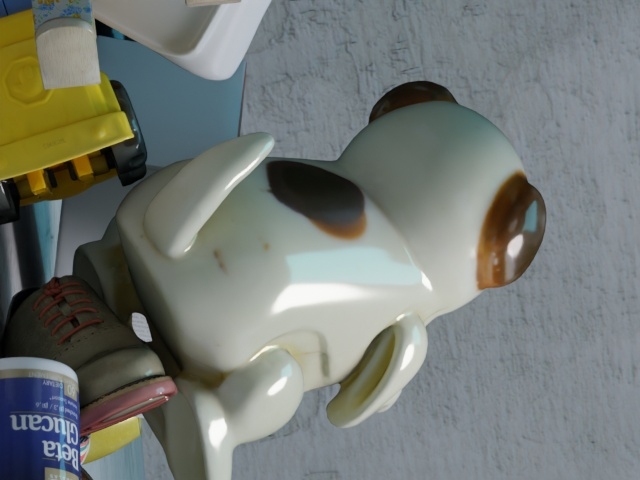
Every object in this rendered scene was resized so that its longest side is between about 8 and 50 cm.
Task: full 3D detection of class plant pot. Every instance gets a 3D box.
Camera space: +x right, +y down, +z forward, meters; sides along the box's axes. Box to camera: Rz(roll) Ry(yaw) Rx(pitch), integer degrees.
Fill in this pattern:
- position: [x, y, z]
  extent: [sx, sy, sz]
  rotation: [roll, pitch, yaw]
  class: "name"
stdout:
- position: [-0.260, 0.197, 2.221]
  extent: [0.134, 0.095, 0.134]
  rotation: [175, -90, -87]
  class: "plant pot"

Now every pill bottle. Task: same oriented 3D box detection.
- position: [-0.232, 0.184, 1.468]
  extent: [0.094, 0.094, 0.169]
  rotation: [91, -6, -66]
  class: "pill bottle"

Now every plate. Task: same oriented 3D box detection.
- position: [-0.161, -0.259, 1.560]
  extent: [0.045, 0.278, 0.277]
  rotation: [-65, -173, -35]
  class: "plate"

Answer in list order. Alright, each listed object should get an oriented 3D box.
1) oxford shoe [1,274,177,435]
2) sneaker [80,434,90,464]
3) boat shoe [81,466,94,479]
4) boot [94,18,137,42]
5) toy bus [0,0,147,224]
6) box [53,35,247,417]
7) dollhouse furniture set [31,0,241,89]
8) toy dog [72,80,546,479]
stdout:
- position: [-0.222, 0.098, 1.657]
  extent: [0.348, 0.123, 0.130]
  rotation: [-4, -76, 67]
  class: "oxford shoe"
- position: [-0.282, 0.203, 2.107]
  extent: [0.161, 0.057, 0.075]
  rotation: [-101, -157, -60]
  class: "sneaker"
- position: [-0.230, 0.274, 1.780]
  extent: [0.307, 0.110, 0.104]
  rotation: [91, -5, -65]
  class: "boat shoe"
- position: [-0.229, -0.251, 2.031]
  extent: [0.246, 0.094, 0.207]
  rotation: [-71, 163, -76]
  class: "boot"
- position: [-0.249, -0.134, 1.621]
  extent: [0.220, 0.149, 0.211]
  rotation: [123, -53, -83]
  class: "toy bus"
- position: [-0.190, -0.008, 2.015]
  extent: [0.215, 0.168, 0.345]
  rotation: [-87, -172, -50]
  class: "box"
- position: [-0.180, -0.242, 1.361]
  extent: [0.161, 0.242, 0.212]
  rotation: [98, -15, -67]
  class: "dollhouse furniture set"
- position: [0.000, 0.000, 1.763]
  extent: [0.284, 0.408, 0.395]
  rotation: [46, -33, 41]
  class: "toy dog"
